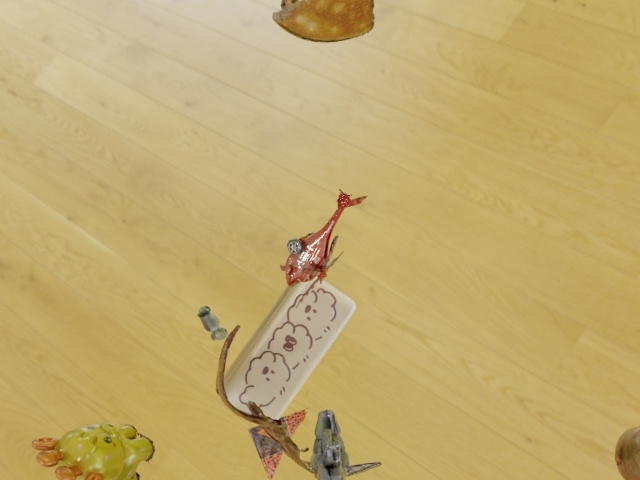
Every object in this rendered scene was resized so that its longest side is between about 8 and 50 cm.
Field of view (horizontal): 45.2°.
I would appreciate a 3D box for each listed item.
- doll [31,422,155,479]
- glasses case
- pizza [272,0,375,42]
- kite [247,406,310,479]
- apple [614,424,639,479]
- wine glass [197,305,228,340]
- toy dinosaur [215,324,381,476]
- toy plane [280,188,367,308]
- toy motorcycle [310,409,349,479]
[{"bbox_3d":[-0.381,0.367,1.288,0.143,0.221,0.135,32,94,21],"label":"doll"},{"bbox_3d":[-0.072,0.227,1.641,0.336,0.144,0.076,-56,19,3],"label":"glasses case"},{"bbox_3d":[0.032,-0.394,1.200,0.193,0.201,0.053,-51,58,31],"label":"pizza"},{"bbox_3d":[-0.128,0.494,1.930,0.222,0.125,0.008,-63,16,4],"label":"kite"},{"bbox_3d":[0.529,0.341,1.201,0.126,0.126,0.102,3,62,21],"label":"apple"},{"bbox_3d":[-0.230,0.176,1.639,0.042,0.083,0.039,23,57,40],"label":"wine glass"},{"bbox_3d":[-0.047,0.306,1.317,0.327,0.206,0.113,37,75,14],"label":"toy dinosaur"},{"bbox_3d":[-0.004,0.002,1.205,0.077,0.194,0.126,39,47,17],"label":"toy plane"},{"bbox_3d":[0.016,0.354,1.215,0.061,0.193,0.124,-5,26,0],"label":"toy motorcycle"}]
